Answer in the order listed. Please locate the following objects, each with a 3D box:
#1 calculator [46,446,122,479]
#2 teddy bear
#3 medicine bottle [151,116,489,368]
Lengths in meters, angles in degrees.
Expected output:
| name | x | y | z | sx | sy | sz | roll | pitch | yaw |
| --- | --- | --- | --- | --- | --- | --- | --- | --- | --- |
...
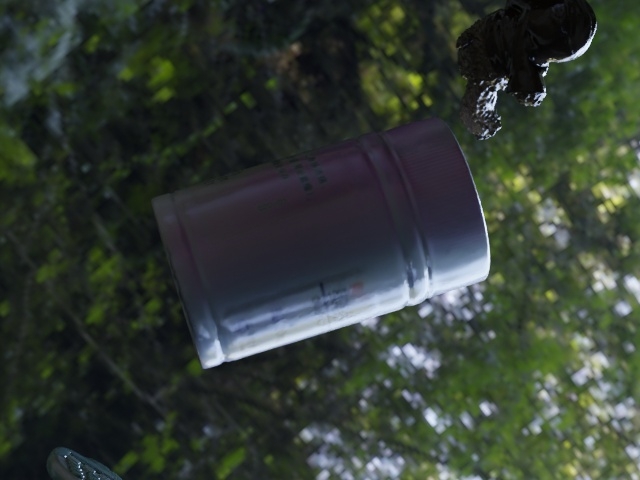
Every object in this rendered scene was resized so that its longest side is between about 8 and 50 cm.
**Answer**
| name | x | y | z | sx | sy | sz | roll | pitch | yaw |
| --- | --- | --- | --- | --- | --- | --- | --- | --- | --- |
| calculator | -0.178 | 0.199 | 1.262 | 0.021 | 0.095 | 0.153 | -57 | -174 | -6 |
| teddy bear | 0.151 | -0.158 | 1.283 | 0.160 | 0.078 | 0.119 | -32 | -127 | 50 |
| medicine bottle | 0.000 | 0.000 | 1.310 | 0.254 | 0.152 | 0.152 | -16 | -149 | -6 |
